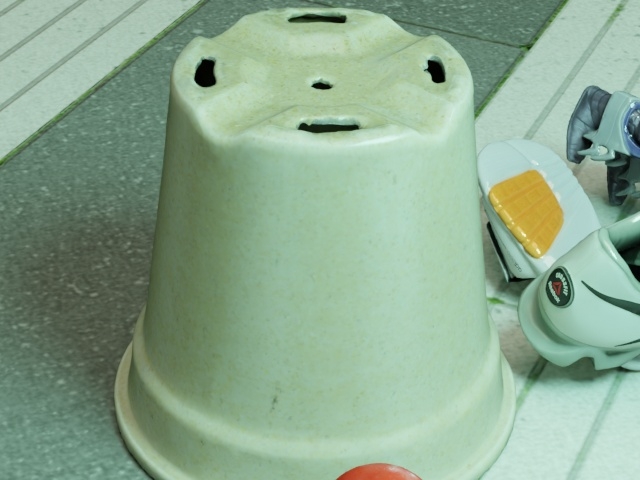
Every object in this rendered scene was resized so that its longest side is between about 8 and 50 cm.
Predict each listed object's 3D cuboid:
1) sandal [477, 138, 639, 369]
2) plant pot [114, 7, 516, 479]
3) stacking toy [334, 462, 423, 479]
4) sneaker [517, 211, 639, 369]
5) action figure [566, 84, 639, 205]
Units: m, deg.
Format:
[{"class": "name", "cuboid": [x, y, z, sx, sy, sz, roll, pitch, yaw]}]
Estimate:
[{"class": "sandal", "cuboid": [0.209, 0.022, 1.399, 0.102, 0.076, 0.265, -10, 56, -28]}, {"class": "plant pot", "cuboid": [0.000, 0.000, 1.208, 0.333, 0.305, 0.334, 1, 34, -1]}, {"class": "stacking toy", "cuboid": [-0.020, 0.238, 0.941, 0.141, 0.141, 0.330, 21, 33, 26]}, {"class": "sneaker", "cuboid": [0.336, 0.019, 1.302, 0.330, 0.146, 0.122, -12, 61, -30]}, {"class": "action figure", "cuboid": [0.361, -0.075, 1.412, 0.185, 0.099, 0.285, 21, -6, -37]}]
